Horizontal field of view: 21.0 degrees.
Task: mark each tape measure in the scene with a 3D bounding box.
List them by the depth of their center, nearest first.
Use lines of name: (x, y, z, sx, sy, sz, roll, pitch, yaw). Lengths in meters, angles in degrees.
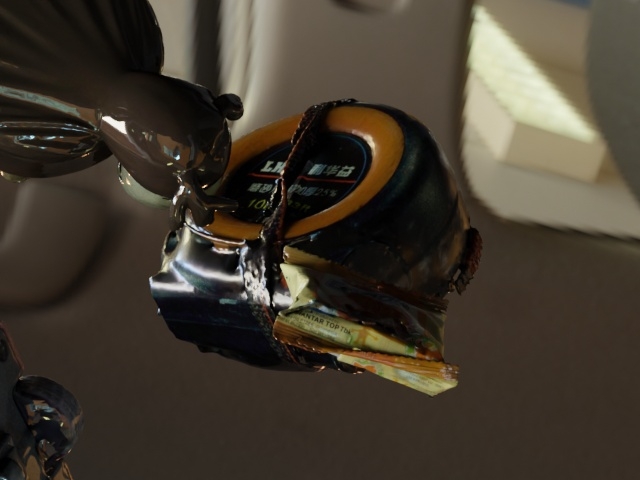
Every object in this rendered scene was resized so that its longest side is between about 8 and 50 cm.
tape measure: (0.000, 0.000, 1.207, 0.202, 0.135, 0.223, 4, -137, 38)

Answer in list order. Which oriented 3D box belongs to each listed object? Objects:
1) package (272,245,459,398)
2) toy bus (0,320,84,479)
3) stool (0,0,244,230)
package: (0.026, 0.044, 0.995, 0.108, 0.031, 0.120, 20, -161, -6)
toy bus: (-0.293, 0.289, 1.383, 0.233, 0.427, 0.203, -5, -152, 20)
stool: (-0.130, -0.081, 0.958, 0.217, 0.125, 0.121, 33, 164, 3)
